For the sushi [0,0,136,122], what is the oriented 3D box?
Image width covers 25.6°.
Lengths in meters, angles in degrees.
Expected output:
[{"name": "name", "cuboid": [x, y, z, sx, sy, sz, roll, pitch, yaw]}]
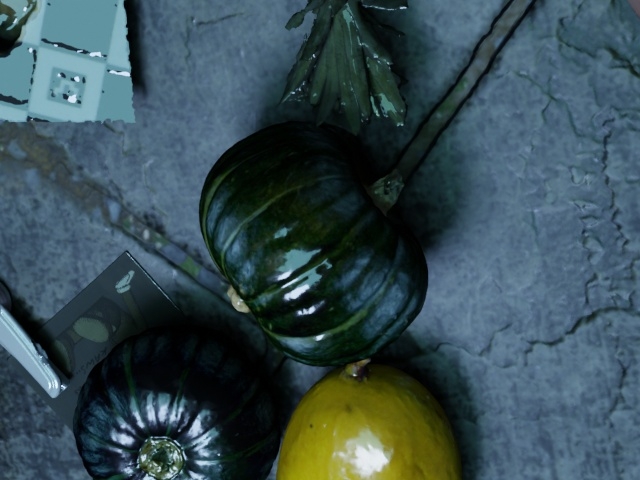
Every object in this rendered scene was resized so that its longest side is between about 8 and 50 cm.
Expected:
[{"name": "sushi", "cuboid": [-0.330, -0.276, 1.274, 0.320, 0.069, 0.339, -1, 108, 6]}]

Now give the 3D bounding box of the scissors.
[{"name": "scissors", "cuboid": [-0.340, 0.063, 1.403, 0.118, 0.030, 0.242, -41, 92, 23]}]

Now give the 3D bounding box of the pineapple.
[{"name": "pineapple", "cuboid": [0.020, -0.233, 1.170, 0.130, 0.119, 0.277, -13, 112, -28]}]

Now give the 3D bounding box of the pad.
[{"name": "pad", "cuboid": [-0.213, 0.113, 1.403, 0.190, 0.004, 0.127, -40, 95, 23]}]

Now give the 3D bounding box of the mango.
[{"name": "mango", "cuboid": [0.045, 0.243, 1.327, 0.176, 0.119, 0.317, 8, 119, 8]}]

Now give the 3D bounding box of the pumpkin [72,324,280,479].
[{"name": "pumpkin", "cuboid": [-0.136, 0.178, 1.330, 0.202, 0.140, 0.202, 2, 109, 7]}]

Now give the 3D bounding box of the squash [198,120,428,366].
[{"name": "squash", "cuboid": [-0.004, 0.003, 1.202, 0.172, 0.218, 0.218, -28, 101, -11]}]

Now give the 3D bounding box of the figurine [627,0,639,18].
[{"name": "figurine", "cuboid": [0.347, -0.178, 1.052, 0.276, 0.248, 0.388, -26, 110, 18]}]
